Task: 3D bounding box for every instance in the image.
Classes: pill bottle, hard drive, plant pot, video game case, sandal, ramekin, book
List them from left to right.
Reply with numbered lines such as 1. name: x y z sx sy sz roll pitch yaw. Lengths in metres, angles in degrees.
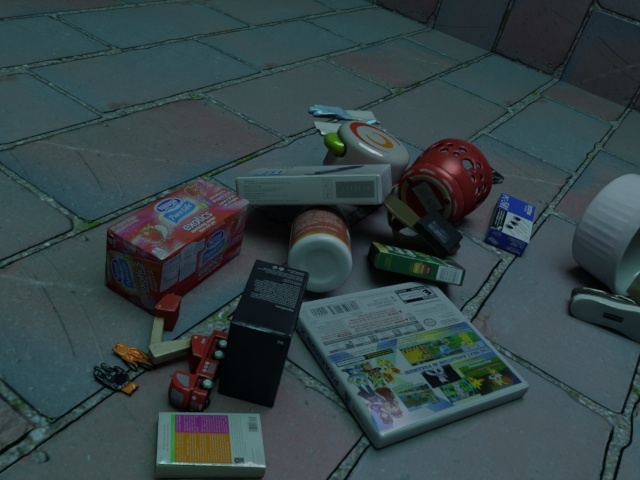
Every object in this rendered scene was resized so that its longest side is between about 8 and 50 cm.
1. book: -0.152 0.279 0.849 0.144 0.035 0.096 6 32 -15
2. pill bottle: 0.000 0.000 1.216 0.121 0.121 0.216 12 26 -5
3. video game case: 0.153 0.195 1.089 0.329 0.036 0.300 -7 40 -31
4. sandal: 0.203 -0.015 1.382 0.240 0.079 0.088 28 32 -25
5. hard drive: 0.259 -0.018 1.346 0.094 0.022 0.135 46 29 7
6. plant pot: 0.289 -0.128 1.477 0.191 0.191 0.174 33 46 23
7. ramekin: 0.713 -0.018 1.419 0.277 0.277 0.135 -10 34 -32

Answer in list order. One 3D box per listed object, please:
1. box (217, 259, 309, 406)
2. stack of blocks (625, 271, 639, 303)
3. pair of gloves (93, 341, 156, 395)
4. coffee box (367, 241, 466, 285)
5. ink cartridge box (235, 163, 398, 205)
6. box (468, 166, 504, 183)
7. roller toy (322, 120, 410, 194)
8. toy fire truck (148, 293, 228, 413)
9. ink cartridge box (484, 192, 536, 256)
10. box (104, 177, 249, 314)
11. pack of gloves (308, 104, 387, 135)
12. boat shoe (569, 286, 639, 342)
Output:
1. box: -0.087 0.141 0.959 0.093 0.155 0.158 15 34 0
2. stack of blocks: 0.834 0.159 1.306 0.171 0.087 0.297 -17 50 -26
3. pair of gloves: -0.295 0.193 0.931 0.074 0.010 0.083 25 36 8
4. coffee box: 0.196 0.047 1.275 0.184 0.040 0.113 12 9 -5
5. ink cartridge box: 0.004 -0.127 1.317 0.297 0.066 0.261 1 15 15
6. box: 0.478 -0.188 1.779 0.083 0.018 0.067 -8 41 -30
7. roller toy: 0.111 -0.189 1.519 0.209 0.146 0.191 35 30 14
8. toy fire truck: -0.215 0.172 0.960 0.135 0.047 0.192 16 34 -1
9. ink cartridge box: 0.479 -0.043 1.549 0.097 0.046 0.207 25 35 10
10. box: -0.254 0.002 1.116 0.123 0.128 0.257 28 36 16
11. pack of gloves: 0.087 -0.372 1.861 0.232 0.046 0.195 1 38 -21
12. boat shoe: 0.645 0.152 1.311 0.220 0.077 0.070 21 35 10
